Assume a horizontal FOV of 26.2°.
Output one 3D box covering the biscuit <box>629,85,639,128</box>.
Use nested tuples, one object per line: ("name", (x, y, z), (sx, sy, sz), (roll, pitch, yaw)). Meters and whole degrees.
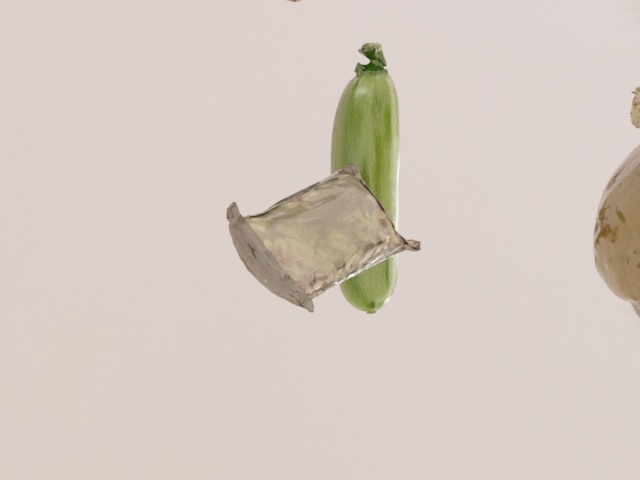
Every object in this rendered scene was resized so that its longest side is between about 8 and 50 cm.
("biscuit", (0.610, -0.215, 2.338), (0.082, 0.168, 0.070), (-83, 3, -53))

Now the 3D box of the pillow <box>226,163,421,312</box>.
("pillow", (0.000, 0.000, 1.706), (0.255, 0.059, 0.169), (-25, -115, -44))

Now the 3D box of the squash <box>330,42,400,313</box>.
("squash", (0.063, -0.085, 1.919), (0.101, 0.101, 0.379), (-8, -77, -46))

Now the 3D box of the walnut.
("walnut", (0.416, -0.018, 1.455), (0.227, 0.283, 0.283), (32, -117, -19))

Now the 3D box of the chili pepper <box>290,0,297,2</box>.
("chili pepper", (-0.071, -0.363, 1.828), (0.088, 0.169, 0.065), (-20, -42, -35))
